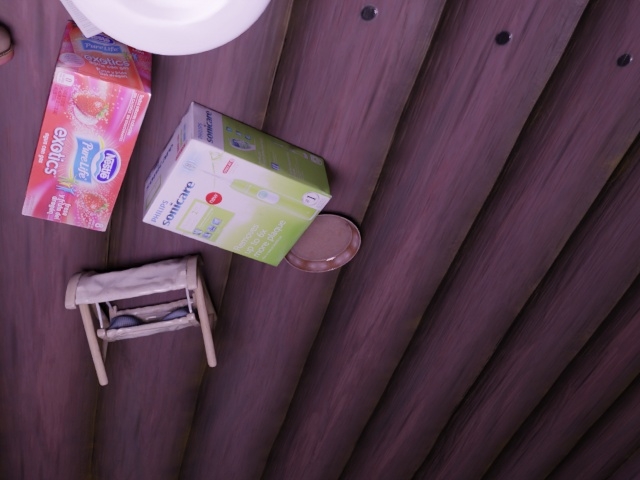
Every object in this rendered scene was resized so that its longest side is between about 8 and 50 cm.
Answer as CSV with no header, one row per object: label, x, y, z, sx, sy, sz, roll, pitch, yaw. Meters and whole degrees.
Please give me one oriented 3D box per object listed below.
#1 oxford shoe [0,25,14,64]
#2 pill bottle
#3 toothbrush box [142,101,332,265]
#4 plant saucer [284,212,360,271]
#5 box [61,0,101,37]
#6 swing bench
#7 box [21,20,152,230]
oxford shoe,-0.569,-0.305,0.983,0.348,0.123,0.130,-16,132,-57
pill bottle,-0.172,-0.410,0.832,0.229,0.407,0.229,-6,135,-6
toothbrush box,-0.155,-0.096,1.344,0.283,0.122,0.206,22,126,-27
plant saucer,0.000,0.000,1.531,0.169,0.029,0.168,-5,135,-5
box,-0.318,-0.370,1.057,0.102,0.101,0.087,-20,134,8
swing bench,-0.360,0.143,1.513,0.253,0.165,0.254,-8,129,-3
box,-0.385,-0.180,1.196,0.142,0.154,0.300,13,129,-23
